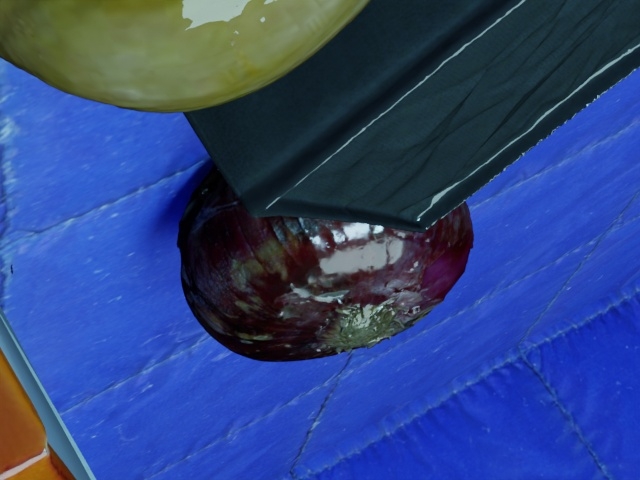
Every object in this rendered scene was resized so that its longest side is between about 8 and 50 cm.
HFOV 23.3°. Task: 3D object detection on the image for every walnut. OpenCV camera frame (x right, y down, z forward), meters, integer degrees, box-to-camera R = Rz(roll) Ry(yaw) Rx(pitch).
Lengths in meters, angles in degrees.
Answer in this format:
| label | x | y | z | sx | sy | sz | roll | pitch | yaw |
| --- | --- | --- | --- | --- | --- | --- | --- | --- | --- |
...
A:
| label | x | y | z | sx | sy | sz | roll | pitch | yaw |
| --- | --- | --- | --- | --- | --- | --- | --- | --- | --- |
| walnut | -0.032 | -0.183 | 0.677 | 0.298 | 0.203 | 0.203 | -36 | 164 | -1 |

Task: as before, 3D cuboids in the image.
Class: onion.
| label | x | y | z | sx | sy | sz | roll | pitch | yaw |
| --- | --- | --- | --- | --- | --- | --- | --- | --- | --- |
| onion | 0.000 | 0.000 | 1.287 | 0.246 | 0.190 | 0.246 | -13 | 148 | -9 |

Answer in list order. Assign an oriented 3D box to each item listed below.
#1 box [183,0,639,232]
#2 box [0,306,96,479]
| label | x | y | z | sx | sy | sz | roll | pitch | yaw |
| --- | --- | --- | --- | --- | --- | --- | --- | --- | --- |
| box | 0.086 | -0.182 | 0.871 | 0.345 | 0.204 | 0.251 | -38 | 163 | 18 |
| box | -0.277 | 0.062 | 0.710 | 0.257 | 0.318 | 0.348 | -30 | 165 | -11 |
